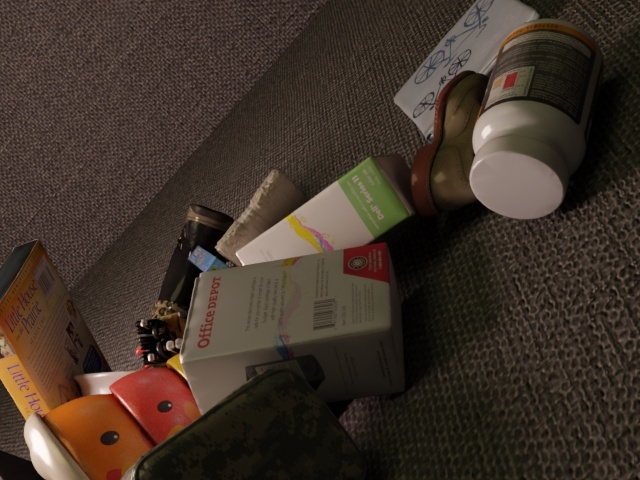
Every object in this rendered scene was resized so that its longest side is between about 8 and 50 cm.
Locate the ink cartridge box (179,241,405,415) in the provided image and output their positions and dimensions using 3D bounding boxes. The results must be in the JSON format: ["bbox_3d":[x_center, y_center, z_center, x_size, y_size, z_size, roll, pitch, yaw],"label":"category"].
[{"bbox_3d":[-0.034,0.132,1.507,0.306,0.131,0.226,-11,32,10],"label":"ink cartridge box"}]

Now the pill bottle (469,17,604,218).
[{"bbox_3d":[0.307,-0.175,1.445,0.162,0.162,0.279,-29,29,47],"label":"pill bottle"}]

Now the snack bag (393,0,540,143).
[{"bbox_3d":[0.287,-0.356,1.989,0.323,0.037,0.342,-49,19,11],"label":"snack bag"}]

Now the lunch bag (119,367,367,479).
[{"bbox_3d":[-0.121,0.340,1.335,0.305,0.213,0.256,-33,-9,-38],"label":"lunch bag"}]

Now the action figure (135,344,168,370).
[{"bbox_3d":[-0.357,0.293,2.217,0.139,0.091,0.280,-52,17,-19],"label":"action figure"}]

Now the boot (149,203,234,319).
[{"bbox_3d":[-0.284,0.085,2.311,0.377,0.138,0.284,125,163,-79],"label":"boot"}]

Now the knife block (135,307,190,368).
[{"bbox_3d":[-0.212,0.168,1.846,0.242,0.275,0.088,-23,77,56],"label":"knife block"}]

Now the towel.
[{"bbox_3d":[-0.073,-0.004,1.877,0.049,0.282,0.187,31,82,33],"label":"towel"}]

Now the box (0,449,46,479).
[{"bbox_3d":[-0.619,0.620,1.914,0.313,0.179,0.343,-54,46,-2],"label":"box"}]

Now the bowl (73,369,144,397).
[{"bbox_3d":[-0.311,0.309,1.896,0.298,0.297,0.134,-16,74,59],"label":"bowl"}]

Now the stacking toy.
[{"bbox_3d":[-0.209,0.288,1.671,0.480,0.351,0.350,-41,16,-16],"label":"stacking toy"}]

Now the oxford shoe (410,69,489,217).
[{"bbox_3d":[0.254,-0.165,1.670,0.130,0.123,0.348,-5,43,28],"label":"oxford shoe"}]

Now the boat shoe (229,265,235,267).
[{"bbox_3d":[-0.157,0.069,2.219,0.060,0.064,0.178,-25,-8,-35],"label":"boat shoe"}]

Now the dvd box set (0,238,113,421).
[{"bbox_3d":[-0.501,0.243,1.920,0.062,0.421,0.308,-19,24,9],"label":"dvd box set"}]

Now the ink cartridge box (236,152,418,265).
[{"bbox_3d":[0.000,0.000,1.696,0.353,0.119,0.207,-35,-5,17],"label":"ink cartridge box"}]

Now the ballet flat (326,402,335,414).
[{"bbox_3d":[0.039,0.204,1.578,0.173,0.049,0.057,-56,-19,-18],"label":"ballet flat"}]

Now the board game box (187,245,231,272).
[{"bbox_3d":[-0.142,0.094,1.899,0.039,0.211,0.160,-53,20,-6],"label":"board game box"}]
